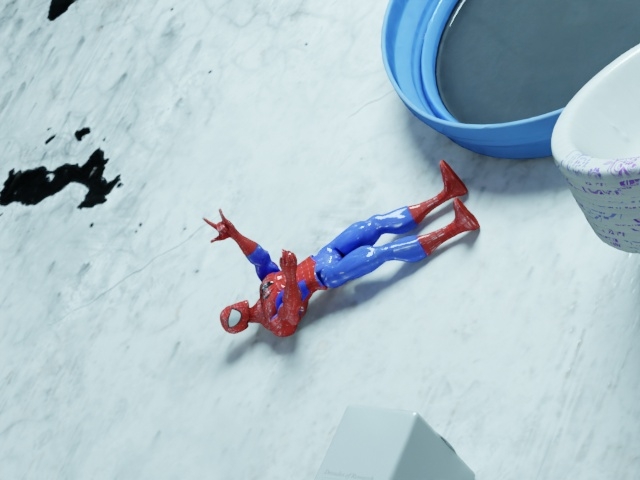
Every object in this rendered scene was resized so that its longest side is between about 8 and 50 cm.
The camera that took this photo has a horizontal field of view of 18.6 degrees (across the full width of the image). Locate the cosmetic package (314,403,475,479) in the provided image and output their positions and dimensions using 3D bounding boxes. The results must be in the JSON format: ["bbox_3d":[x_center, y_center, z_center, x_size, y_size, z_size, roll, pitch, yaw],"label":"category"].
[{"bbox_3d":[0.037,0.268,1.665,0.085,0.117,0.231,2,56,38],"label":"cosmetic package"}]

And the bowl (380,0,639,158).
[{"bbox_3d":[0.248,-0.246,1.982,0.391,0.077,0.391,-21,44,22],"label":"bowl"}]

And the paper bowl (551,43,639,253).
[{"bbox_3d":[0.353,-0.084,1.664,0.284,0.148,0.284,-27,22,12],"label":"paper bowl"}]

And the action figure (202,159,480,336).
[{"bbox_3d":[0.000,0.000,1.922,0.280,0.139,0.091,-32,40,15],"label":"action figure"}]
